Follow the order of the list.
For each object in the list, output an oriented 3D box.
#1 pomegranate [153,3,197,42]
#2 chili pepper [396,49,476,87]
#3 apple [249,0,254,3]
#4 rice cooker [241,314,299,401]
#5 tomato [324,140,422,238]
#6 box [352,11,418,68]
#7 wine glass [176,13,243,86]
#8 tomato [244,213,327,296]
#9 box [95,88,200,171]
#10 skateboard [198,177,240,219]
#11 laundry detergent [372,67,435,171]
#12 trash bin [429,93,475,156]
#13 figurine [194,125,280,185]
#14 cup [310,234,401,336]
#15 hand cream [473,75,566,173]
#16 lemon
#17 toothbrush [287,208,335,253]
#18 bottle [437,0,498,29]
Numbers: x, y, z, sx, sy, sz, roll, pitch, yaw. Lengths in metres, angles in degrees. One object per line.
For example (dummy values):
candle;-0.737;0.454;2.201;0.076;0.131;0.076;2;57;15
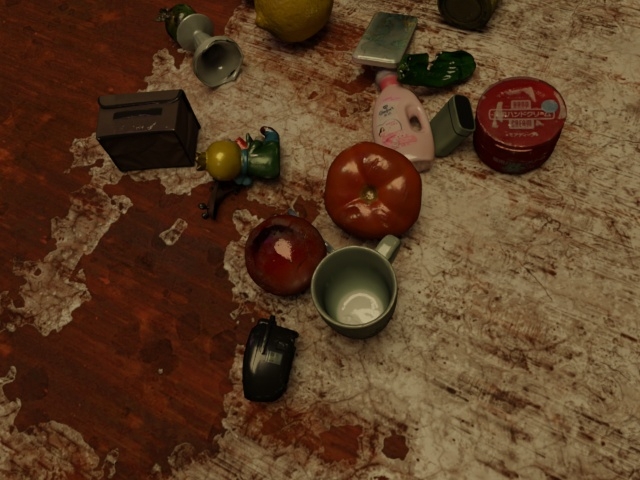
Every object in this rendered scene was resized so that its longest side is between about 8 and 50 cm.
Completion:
pomegranate;-0.463;-0.708;1.724;0.122;0.161;0.122;-1;88;41
chili pepper;0.327;-0.484;1.513;0.253;0.099;0.083;-13;25;-26
apple;-0.195;-0.884;1.763;0.173;0.160;0.195;20;77;-7
rice cooker;-0.123;0.281;1.265;0.118;0.142;0.203;12;70;0
tomato;0.137;-0.127;1.358;0.259;0.180;0.260;3;103;14
box;0.196;-0.601;1.591;0.142;0.044;0.285;12;50;14
wine glass;-0.349;-0.598;1.661;0.165;0.165;0.196;-31;59;-5
tomato;-0.089;0.035;1.336;0.208;0.184;0.208;-2;67;6
box;-0.498;-0.315;1.548;0.252;0.188;0.153;-3;65;5
skateboard;-0.280;-0.128;1.505;0.080;0.067;0.151;16;67;5
laundry detergent;0.220;-0.344;1.498;0.159;0.088;0.335;-10;66;7
trash bin;0.351;-0.307;1.435;0.059;0.130;0.116;6;65;-20
figurine;-0.229;-0.244;1.487;0.234;0.127;0.185;-2;58;-2
cup;0.109;0.110;1.247;0.186;0.234;0.258;33;77;19
hand cream;0.516;-0.301;1.404;0.230;0.149;0.230;-3;69;9
lemon;-0.086;-0.728;1.630;0.253;0.228;0.228;-36;66;12
toothbrush;0.000;0.000;1.424;0.269;0.027;0.021;43;92;23
bottle;0.499;-0.824;1.613;0.171;0.171;0.351;24;71;17
